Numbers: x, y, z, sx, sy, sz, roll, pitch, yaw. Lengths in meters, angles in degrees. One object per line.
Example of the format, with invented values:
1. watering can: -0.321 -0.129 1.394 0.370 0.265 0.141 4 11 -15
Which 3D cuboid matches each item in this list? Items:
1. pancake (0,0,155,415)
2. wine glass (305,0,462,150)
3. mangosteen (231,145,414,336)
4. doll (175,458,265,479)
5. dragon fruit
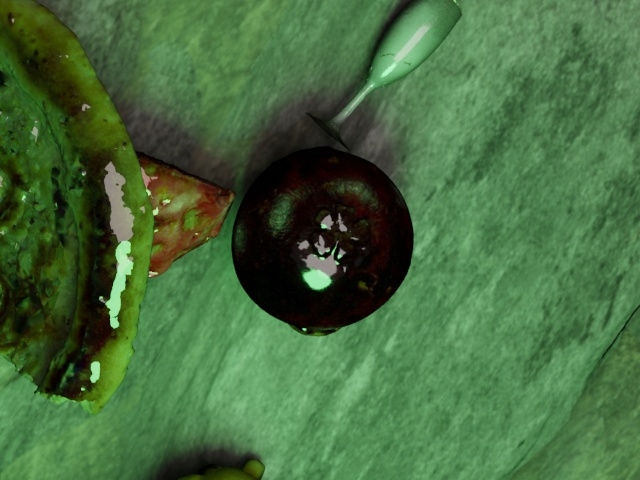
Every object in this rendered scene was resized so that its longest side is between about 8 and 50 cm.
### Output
1. pancake: -0.303 -0.042 1.827 0.304 0.067 0.427 11 107 22
2. wine glass: 0.071 -0.193 1.995 0.066 0.066 0.198 42 87 -19
3. mangosteen: 0.000 0.000 1.943 0.209 0.210 0.210 -3 102 -15
4. doll: -0.165 0.430 1.906 0.161 0.423 0.348 25 105 0
5. dragon fruit: -0.225 -0.008 1.913 0.262 0.134 0.212 18 99 -18
